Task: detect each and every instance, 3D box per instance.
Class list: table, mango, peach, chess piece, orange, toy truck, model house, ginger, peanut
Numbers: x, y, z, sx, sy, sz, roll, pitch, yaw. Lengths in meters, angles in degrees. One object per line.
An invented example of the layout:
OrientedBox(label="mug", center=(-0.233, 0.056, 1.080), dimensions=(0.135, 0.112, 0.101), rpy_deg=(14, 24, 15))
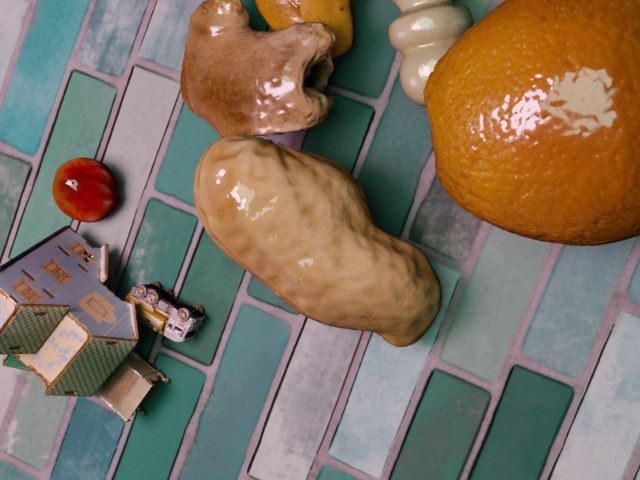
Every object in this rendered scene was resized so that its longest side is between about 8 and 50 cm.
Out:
OrientedBox(label="table", center=(-0.288, 0.216, 1.488), dimensions=(0.083, 0.062, 0.079), rpy_deg=(38, 101, 14))
OrientedBox(label="mango", center=(-0.025, -0.404, 1.383), dimensions=(0.177, 0.120, 0.295), rpy_deg=(-3, 89, 19))
OrientedBox(label="peach", center=(-0.357, -0.076, 1.493), dimensions=(0.100, 0.100, 0.101), rpy_deg=(0, 90, 17))
OrientedBox(label="chess piece", center=(0.147, -0.305, 1.330), dimensions=(0.144, 0.144, 0.251), rpy_deg=(-12, 91, 17))
OrientedBox(label="orange", center=(0.303, -0.153, 1.187), dimensions=(0.356, 0.322, 0.322), rpy_deg=(-4, 88, 21))
OrientedBox(label="toy truck", center=(-0.238, 0.108, 1.481), dimensions=(0.123, 0.052, 0.063), rpy_deg=(28, 102, 16))
OrientedBox(label="model house", center=(-0.376, 0.125, 1.424), dimensions=(0.206, 0.271, 0.178), rpy_deg=(40, 111, -2))
OrientedBox(label="ginger", center=(-0.095, -0.242, 1.370), dimensions=(0.275, 0.130, 0.221), rpy_deg=(-13, 88, 36))
OrientedBox(label="peanut", center=(0.000, 0.000, 1.322), dimensions=(0.387, 0.169, 0.192), rpy_deg=(39, 68, -10))
